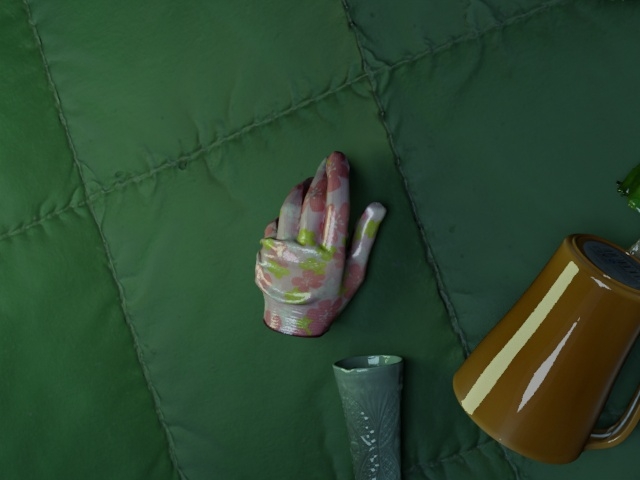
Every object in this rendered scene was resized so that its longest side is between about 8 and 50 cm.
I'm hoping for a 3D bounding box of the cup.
[{"bbox_3d":[0.308,0.139,1.548,0.226,0.182,0.264,23,116,-12],"label":"cup"}]

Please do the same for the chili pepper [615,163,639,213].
[{"bbox_3d":[0.496,-0.165,1.507,0.076,0.085,0.359,41,111,-15],"label":"chili pepper"}]

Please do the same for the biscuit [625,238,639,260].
[{"bbox_3d":[0.511,-0.055,1.521,0.378,0.054,0.094,-43,78,20],"label":"biscuit"}]

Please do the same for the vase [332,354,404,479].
[{"bbox_3d":[0.073,0.268,1.715,0.096,0.096,0.219,-3,96,23],"label":"vase"}]

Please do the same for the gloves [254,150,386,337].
[{"bbox_3d":[-0.006,0.002,1.712,0.145,0.126,0.241,17,108,26],"label":"gloves"}]
